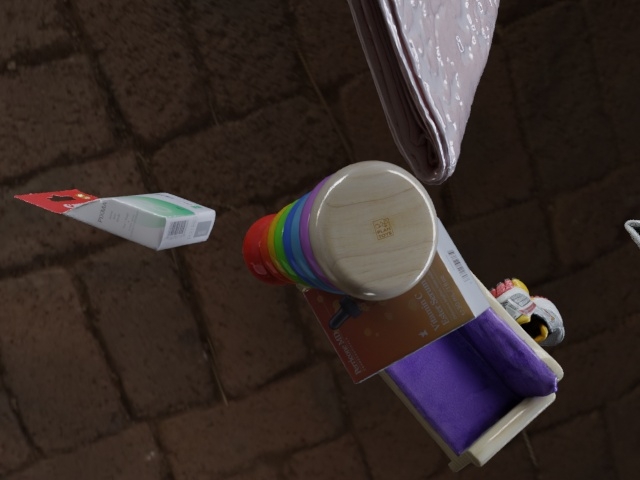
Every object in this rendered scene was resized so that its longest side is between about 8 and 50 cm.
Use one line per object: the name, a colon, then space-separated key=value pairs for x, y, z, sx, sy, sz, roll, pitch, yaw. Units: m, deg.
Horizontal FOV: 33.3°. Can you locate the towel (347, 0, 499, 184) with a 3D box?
towel: x=0.090 y=-0.267 z=0.944 sx=0.053 sy=0.331 sz=0.317 roll=-5 pitch=127 yaw=24

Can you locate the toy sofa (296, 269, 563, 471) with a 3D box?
toy sofa: x=0.138 y=0.119 z=1.430 sx=0.150 sy=0.177 sz=0.362 roll=-36 pitch=79 yaw=-20

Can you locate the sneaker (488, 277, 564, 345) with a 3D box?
sneaker: x=0.352 y=0.145 z=1.806 sx=0.088 sy=0.092 sz=0.225 roll=-38 pitch=143 yaw=19

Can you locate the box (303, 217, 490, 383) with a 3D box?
box: x=0.091 y=0.070 z=1.269 sx=0.170 sy=0.091 sz=0.130 roll=-33 pitch=84 yaw=19

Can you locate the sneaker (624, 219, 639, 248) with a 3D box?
sneaker: x=0.519 y=0.020 z=1.512 sx=0.094 sy=0.212 sz=0.080 roll=25 pitch=91 yaw=-37

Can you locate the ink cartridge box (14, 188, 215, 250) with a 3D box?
ink cartridge box: x=-0.282 y=-0.051 z=1.499 sx=0.225 sy=0.181 sz=0.056 roll=22 pitch=100 yaw=13

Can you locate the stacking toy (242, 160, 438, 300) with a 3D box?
stacking toy: x=0.000 y=0.000 z=1.207 sx=0.141 sy=0.330 sz=0.141 roll=2 pitch=85 yaw=-21
